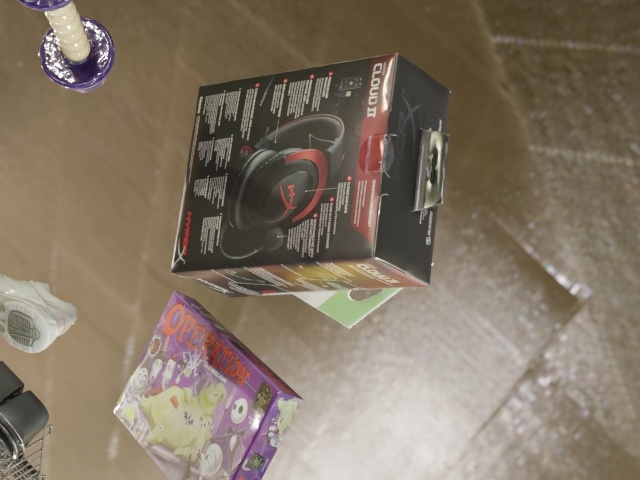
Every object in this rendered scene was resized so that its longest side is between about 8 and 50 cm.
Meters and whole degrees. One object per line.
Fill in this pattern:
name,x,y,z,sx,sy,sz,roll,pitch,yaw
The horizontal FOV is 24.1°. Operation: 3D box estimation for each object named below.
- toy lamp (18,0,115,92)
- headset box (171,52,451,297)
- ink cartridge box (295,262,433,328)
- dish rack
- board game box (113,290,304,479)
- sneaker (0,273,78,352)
toy lamp,-0.245,-0.207,1.440,0.080,0.080,0.274,42,169,9
headset box,0.001,-0.062,1.554,0.293,0.218,0.110,-6,160,36
ink cartridge box,0.000,0.000,1.882,0.235,0.056,0.171,30,129,-26
dish rack,-0.420,0.216,1.845,0.208,0.074,0.271,44,149,15
board game box,-0.164,0.229,2.074,0.056,0.208,0.347,28,-176,-35
sneaker,-0.457,0.092,2.222,0.232,0.115,0.090,27,116,25
